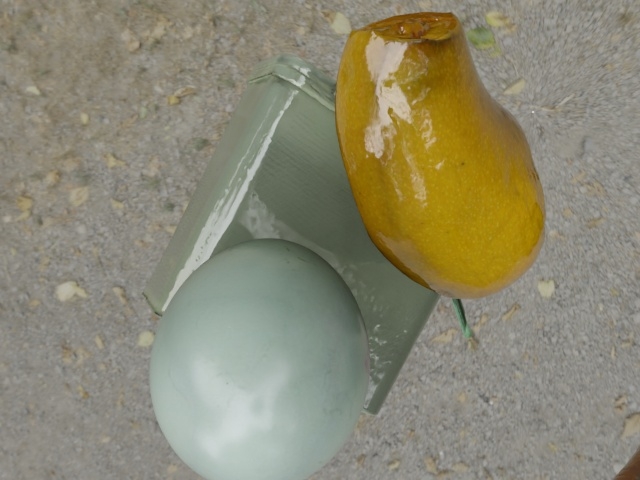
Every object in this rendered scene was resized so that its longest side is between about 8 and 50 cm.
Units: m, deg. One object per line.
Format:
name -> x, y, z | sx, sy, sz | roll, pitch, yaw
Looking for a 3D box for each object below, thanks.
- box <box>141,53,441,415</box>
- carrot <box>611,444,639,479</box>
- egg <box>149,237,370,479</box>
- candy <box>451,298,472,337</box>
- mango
box -> 0.000, 0.000, 0.863 | 0.352, 0.177, 0.343 | 30, 85, -23
carrot -> 0.270, 0.221, 0.578 | 0.037, 0.190, 0.037 | 22, 123, 38
egg -> -0.049, 0.094, 0.576 | 0.183, 0.264, 0.182 | 0, 118, 0
candy -> 0.240, 0.019, 1.349 | 0.119, 0.119, 0.439 | -13, 113, 20
mango -> 0.117, -0.061, 0.640 | 0.187, 0.359, 0.144 | -51, 43, -5
